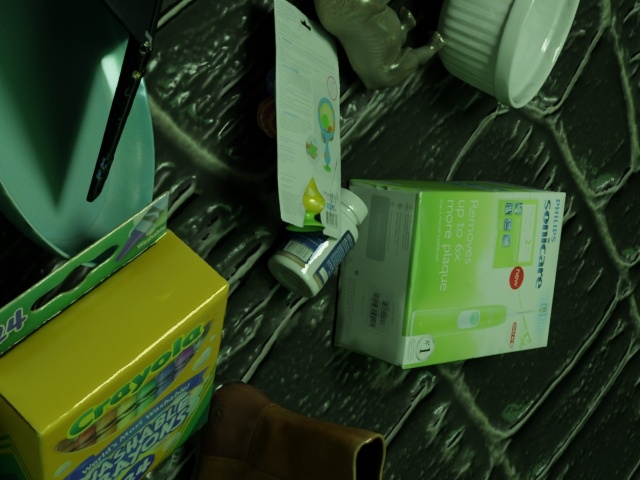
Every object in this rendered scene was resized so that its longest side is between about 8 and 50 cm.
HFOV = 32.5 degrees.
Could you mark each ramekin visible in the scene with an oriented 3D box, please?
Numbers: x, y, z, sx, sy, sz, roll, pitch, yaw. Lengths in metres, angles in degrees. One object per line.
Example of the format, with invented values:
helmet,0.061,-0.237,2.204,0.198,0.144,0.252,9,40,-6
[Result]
ramekin,0.224,-0.272,1.307,0.207,0.109,0.207,-50,154,-35

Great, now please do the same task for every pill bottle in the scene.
pill bottle,0.000,0.000,1.228,0.120,0.067,0.067,-52,129,-22

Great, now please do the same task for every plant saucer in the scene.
plant saucer,-0.226,-0.130,0.905,0.317,0.043,0.318,-12,90,-75

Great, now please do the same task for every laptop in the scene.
laptop,-0.188,-0.212,0.857,0.136,0.264,0.234,17,45,-14

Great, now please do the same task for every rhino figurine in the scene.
rhino figurine,0.043,-0.262,1.198,0.106,0.073,0.243,-48,133,-10

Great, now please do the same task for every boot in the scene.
boot,-0.025,0.283,1.118,0.096,0.280,0.264,-8,104,-42

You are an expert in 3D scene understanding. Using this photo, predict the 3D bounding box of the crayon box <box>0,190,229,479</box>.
crayon box,-0.185,0.128,0.952,0.203,0.083,0.323,-39,159,-30

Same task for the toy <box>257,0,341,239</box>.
toy,-0.029,-0.124,1.166,0.137,0.056,0.237,17,65,-61

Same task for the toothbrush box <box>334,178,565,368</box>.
toothbrush box,0.163,0.033,1.353,0.283,0.122,0.206,-1,100,-44
